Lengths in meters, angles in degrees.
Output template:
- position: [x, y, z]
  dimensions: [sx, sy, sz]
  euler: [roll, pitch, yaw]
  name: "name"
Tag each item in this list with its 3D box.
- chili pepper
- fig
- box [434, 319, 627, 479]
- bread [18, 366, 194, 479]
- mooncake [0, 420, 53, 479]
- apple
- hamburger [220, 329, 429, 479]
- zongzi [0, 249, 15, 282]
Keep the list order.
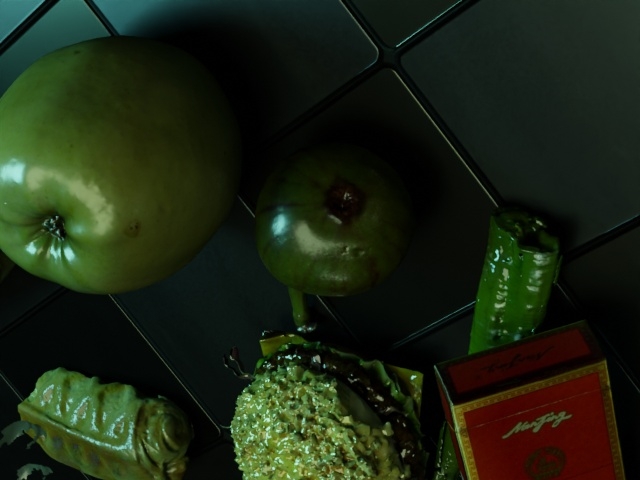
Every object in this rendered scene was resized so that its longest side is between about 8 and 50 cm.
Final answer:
- position: [0.167, 0.132, 1.485]
  dimensions: [0.085, 0.076, 0.359]
  euler: [34, 129, 33]
  name: "chili pepper"
- position: [0.000, 0.000, 1.496]
  dimensions: [0.151, 0.151, 0.259]
  euler: [39, 158, 3]
  name: "fig"
- position: [0.207, 0.203, 1.444]
  dimensions: [0.153, 0.074, 0.239]
  euler: [-15, 124, 2]
  name: "box"
- position: [-0.259, 0.229, 1.798]
  dimensions: [0.232, 0.088, 0.128]
  euler: [9, 115, 32]
  name: "bread"
- position: [-0.193, 0.289, 1.715]
  dimensions: [0.347, 0.057, 0.150]
  euler: [38, 107, -23]
  name: "mooncake"
- position: [-0.207, -0.070, 1.481]
  dimensions: [0.262, 0.262, 0.262]
  euler: [15, 125, 22]
  name: "apple"
- position: [-0.002, 0.215, 1.574]
  dimensions: [0.262, 0.139, 0.243]
  euler: [15, 119, 38]
  name: "hamburger"
- position: [-0.446, 0.071, 1.792]
  dimensions: [0.260, 0.123, 0.289]
  euler: [7, 132, 24]
  name: "zongzi"
